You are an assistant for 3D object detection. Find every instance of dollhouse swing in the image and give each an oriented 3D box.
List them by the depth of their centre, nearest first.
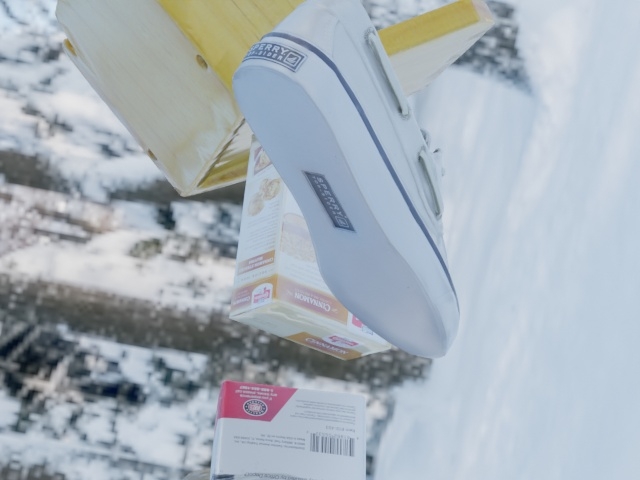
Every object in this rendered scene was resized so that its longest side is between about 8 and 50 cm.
[{"bbox_3d":[-0.054,-0.235,1.410,0.305,0.315,0.347,-39,0,-18],"label":"dollhouse swing"}]

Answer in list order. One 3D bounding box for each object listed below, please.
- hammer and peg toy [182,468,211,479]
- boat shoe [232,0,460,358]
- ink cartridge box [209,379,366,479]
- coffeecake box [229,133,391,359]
[{"bbox_3d":[-0.254,0.433,1.673,0.361,0.265,0.127,-50,-51,-60],"label":"hammer and peg toy"},{"bbox_3d":[0.034,-0.035,0.820,0.088,0.096,0.267,-52,-48,-25],"label":"boat shoe"},{"bbox_3d":[-0.040,0.288,1.510,0.100,0.171,0.237,103,172,-49],"label":"ink cartridge box"},{"bbox_3d":[0.000,0.000,1.243,0.068,0.142,0.186,-20,55,46],"label":"coffeecake box"}]
